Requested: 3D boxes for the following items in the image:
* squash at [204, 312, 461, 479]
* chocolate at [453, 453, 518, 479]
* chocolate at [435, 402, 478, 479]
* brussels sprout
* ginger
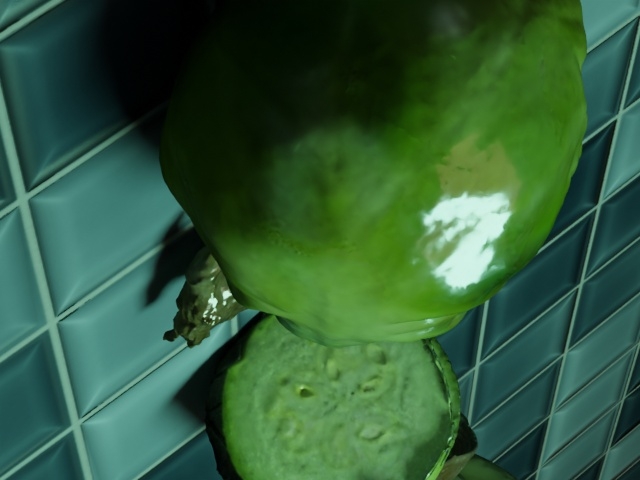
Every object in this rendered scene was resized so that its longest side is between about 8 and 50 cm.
[{"bbox_3d":[0.016,0.164,1.659,0.220,0.220,0.133,-41,153,-11],"label":"squash"},{"bbox_3d":[0.122,0.375,2.003,0.297,0.326,0.314,121,-18,-45],"label":"chocolate"},{"bbox_3d":[0.040,0.199,1.844,0.214,0.148,0.093,-12,145,-48],"label":"chocolate"},{"bbox_3d":[0.047,-0.072,1.271,0.344,0.268,0.344,-43,163,-16],"label":"brussels sprout"},{"bbox_3d":[-0.002,0.001,1.532,0.290,0.084,0.122,-28,144,-36],"label":"ginger"}]
